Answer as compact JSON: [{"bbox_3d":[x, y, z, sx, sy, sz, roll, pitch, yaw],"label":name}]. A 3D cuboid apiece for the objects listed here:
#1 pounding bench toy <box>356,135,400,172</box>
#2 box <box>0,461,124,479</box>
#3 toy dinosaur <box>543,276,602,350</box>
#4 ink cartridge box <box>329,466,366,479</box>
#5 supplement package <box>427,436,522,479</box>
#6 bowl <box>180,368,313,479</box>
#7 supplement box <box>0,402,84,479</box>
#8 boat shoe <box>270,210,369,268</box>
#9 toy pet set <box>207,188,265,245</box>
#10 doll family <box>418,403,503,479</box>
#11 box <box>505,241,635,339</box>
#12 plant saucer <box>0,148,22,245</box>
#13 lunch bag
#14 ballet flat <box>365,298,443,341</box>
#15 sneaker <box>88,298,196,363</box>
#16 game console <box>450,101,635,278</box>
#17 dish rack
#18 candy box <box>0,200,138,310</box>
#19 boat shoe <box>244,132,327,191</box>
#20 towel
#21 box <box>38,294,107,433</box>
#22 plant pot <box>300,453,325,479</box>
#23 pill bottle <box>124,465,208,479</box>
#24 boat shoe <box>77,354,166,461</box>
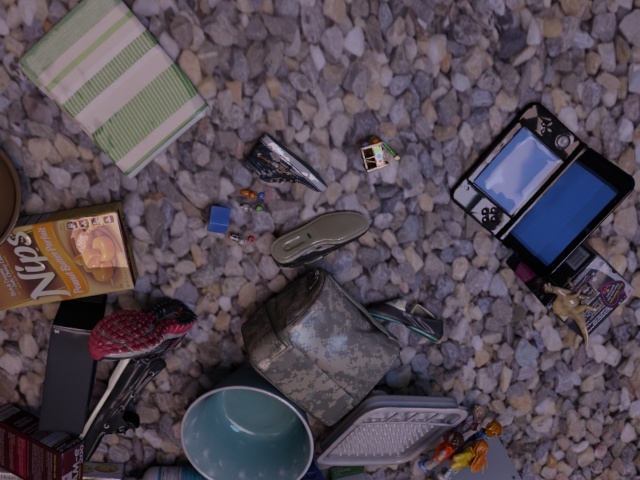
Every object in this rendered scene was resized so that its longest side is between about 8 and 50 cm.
[{"bbox_3d":[0.129,-0.198,1.656,0.083,0.052,0.065,-17,112,-1],"label":"pounding bench toy"},{"bbox_3d":[-0.651,0.583,1.849,0.324,0.067,0.063,7,109,-9],"label":"box"},{"bbox_3d":[0.540,0.137,1.585,0.093,0.053,0.183,-34,105,23],"label":"toy dinosaur"},{"bbox_3d":[0.091,0.700,1.911,0.093,0.219,0.160,-11,112,-4],"label":"ink cartridge box"},{"bbox_3d":[0.415,0.690,1.963,0.199,0.198,0.262,-14,113,-2],"label":"supplement package"},{"bbox_3d":[-0.160,0.428,1.782,0.312,0.163,0.311,3,115,6],"label":"bowl"},{"bbox_3d":[-0.662,0.486,1.741,0.239,0.073,0.130,18,112,23],"label":"supplement box"},{"bbox_3d":[0.000,0.000,1.716,0.233,0.084,0.079,-22,151,-6],"label":"boat shoe"},{"bbox_3d":[-0.188,-0.049,1.664,0.114,0.065,0.122,10,109,-12],"label":"toy pet set"},{"bbox_3d":[0.369,0.505,1.852,0.118,0.263,0.163,47,120,12],"label":"doll family"},{"bbox_3d":[0.566,0.079,1.718,0.142,0.247,0.163,37,103,-20],"label":"box"},{"bbox_3d":[-0.745,-0.085,1.537,0.278,0.041,0.277,0,87,-1],"label":"plant saucer"},{"bbox_3d":[0.008,0.235,1.723,0.256,0.212,0.305,-41,113,7],"label":"lunch bag"},{"bbox_3d":[0.207,0.180,1.812,0.203,0.074,0.074,22,107,-9],"label":"ballet flat"},{"bbox_3d":[-0.383,0.218,1.632,0.121,0.299,0.112,37,109,20],"label":"sneaker"},{"bbox_3d":[0.483,-0.114,1.664,0.250,0.173,0.293,38,101,-15],"label":"game console"},{"bbox_3d":[0.163,0.453,1.827,0.286,0.072,0.333,7,140,-26],"label":"dish rack"},{"bbox_3d":[-0.574,0.035,1.631,0.316,0.087,0.183,-10,110,-4],"label":"candy box"},{"bbox_3d":[-0.076,-0.148,1.646,0.183,0.065,0.083,38,103,-12],"label":"boat shoe"},{"bbox_3d":[-0.418,-0.319,1.545,0.248,0.038,0.325,-39,109,7],"label":"towel"},{"bbox_3d":[-0.549,0.267,1.675,0.103,0.184,0.261,10,110,-11],"label":"box"},{"bbox_3d":[-0.085,0.674,1.882,0.236,0.212,0.236,-13,112,-2],"label":"plant pot"},{"bbox_3d":[-0.353,0.635,1.866,0.264,0.146,0.146,2,111,-8],"label":"pill bottle"},{"bbox_3d":[-0.468,0.396,1.769,0.113,0.127,0.340,29,96,-5],"label":"boat shoe"}]
